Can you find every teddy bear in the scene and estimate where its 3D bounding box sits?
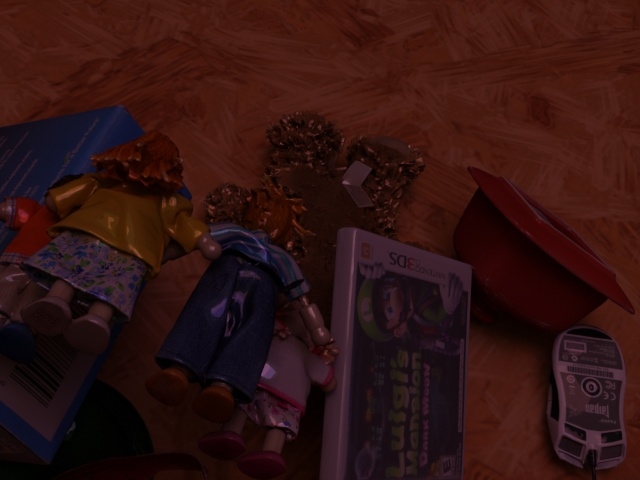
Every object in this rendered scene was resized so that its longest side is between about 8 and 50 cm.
[{"bbox_3d":[0.000,0.000,0.770,0.245,0.113,0.338,6,47,-14],"label":"teddy bear"}]

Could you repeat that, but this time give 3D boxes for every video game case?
[{"bbox_3d":[0.067,0.099,0.643,0.173,0.022,0.190,16,75,-48],"label":"video game case"}]

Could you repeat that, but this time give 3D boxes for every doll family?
[{"bbox_3d":[-0.078,0.019,0.503,0.263,0.118,0.163,30,46,-14],"label":"doll family"}]

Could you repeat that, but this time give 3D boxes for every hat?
[{"bbox_3d":[-0.201,0.137,0.578,0.208,0.183,0.173,-8,58,-15],"label":"hat"}]

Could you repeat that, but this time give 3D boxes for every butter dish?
[{"bbox_3d":[0.185,0.028,0.761,0.160,0.118,0.160,33,18,-21],"label":"butter dish"}]

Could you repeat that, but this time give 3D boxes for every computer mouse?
[{"bbox_3d":[0.238,0.169,0.719,0.106,0.042,0.193,9,60,3],"label":"computer mouse"}]

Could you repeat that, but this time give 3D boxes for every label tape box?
[{"bbox_3d":[-0.308,0.033,0.655,0.347,0.115,0.249,-5,47,32],"label":"label tape box"}]
